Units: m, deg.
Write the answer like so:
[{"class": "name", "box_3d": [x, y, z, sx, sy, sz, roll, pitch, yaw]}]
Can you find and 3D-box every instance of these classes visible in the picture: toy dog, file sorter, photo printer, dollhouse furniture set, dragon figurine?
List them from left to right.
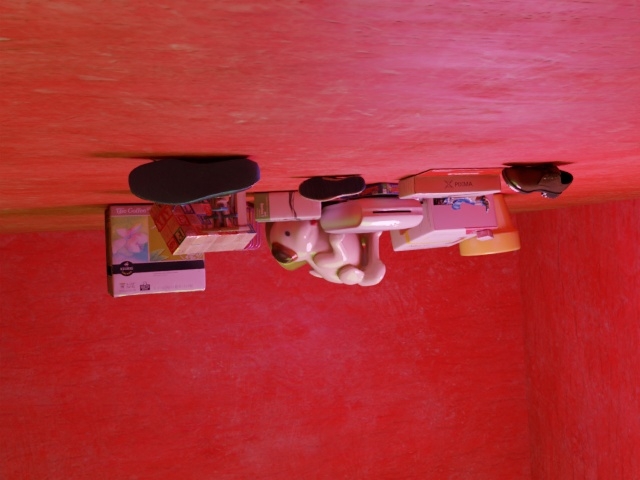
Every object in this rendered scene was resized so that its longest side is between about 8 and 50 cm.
[{"class": "dollhouse furniture set", "box_3d": [-0.302, -0.090, 1.613, 0.128, 0.130, 0.183, -3, 180, 20]}, {"class": "file sorter", "box_3d": [-0.358, -0.050, 2.327, 0.201, 0.183, 0.290, -3, 179, 5]}, {"class": "toy dog", "box_3d": [0.000, 0.000, 2.234, 0.407, 0.285, 0.395, 22, 155, -30]}, {"class": "photo printer", "box_3d": [0.174, -0.084, 1.937, 0.255, 0.107, 0.307, -2, 179, -26]}, {"class": "dragon figurine", "box_3d": [0.482, -0.147, 1.906, 0.143, 0.085, 0.289, -1, 175, 24]}]

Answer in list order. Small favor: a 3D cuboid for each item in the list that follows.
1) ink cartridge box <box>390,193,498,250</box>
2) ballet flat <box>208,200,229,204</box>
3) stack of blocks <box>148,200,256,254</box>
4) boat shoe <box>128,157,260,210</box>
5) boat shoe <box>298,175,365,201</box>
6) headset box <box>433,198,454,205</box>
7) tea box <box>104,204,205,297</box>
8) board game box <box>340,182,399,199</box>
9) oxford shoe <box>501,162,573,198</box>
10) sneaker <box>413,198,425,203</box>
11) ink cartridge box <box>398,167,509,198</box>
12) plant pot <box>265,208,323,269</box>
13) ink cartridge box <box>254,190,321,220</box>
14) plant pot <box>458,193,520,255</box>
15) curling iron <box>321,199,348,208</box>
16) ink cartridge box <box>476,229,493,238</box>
[{"class": "ink cartridge box", "box_3d": [0.479, -0.076, 2.306, 0.278, 0.161, 0.384, -4, 170, -18]}, {"class": "ballet flat", "box_3d": [-0.370, -0.119, 2.076, 0.057, 0.049, 0.173, -4, 178, 28]}, {"class": "stack of blocks", "box_3d": [-0.364, -0.056, 1.802, 0.087, 0.171, 0.297, -46, 156, 29]}, {"class": "boat shoe", "box_3d": [-0.252, -0.113, 1.163, 0.258, 0.109, 0.089, -1, -178, -16]}, {"class": "boat shoe", "box_3d": [0.030, -0.140, 1.570, 0.183, 0.066, 0.066, -3, 180, -2]}, {"class": "headset box", "box_3d": [0.439, -0.156, 2.025, 0.083, 0.062, 0.032, -3, 180, -22]}, {"class": "tea box", "box_3d": [-0.615, 0.032, 2.128, 0.328, 0.324, 0.220, -3, 180, -25]}, {"class": "board game box", "box_3d": [0.179, -0.158, 1.872, 0.136, 0.035, 0.201, -2, 179, -38]}, {"class": "oxford shoe", "box_3d": [0.577, -0.174, 1.524, 0.227, 0.083, 0.096, 1, 151, -28]}, {"class": "sneaker", "box_3d": [0.349, -0.146, 2.140, 0.077, 0.072, 0.178, -5, 180, 3]}, {"class": "ink cartridge box", "box_3d": [0.393, -0.162, 1.647, 0.274, 0.060, 0.239, -3, 180, -13]}, {"class": "plant pot", "box_3d": [-0.043, -0.043, 2.499, 0.293, 0.275, 0.274, -20, 171, 26]}, {"class": "ink cartridge box", "box_3d": [-0.108, -0.113, 1.929, 0.219, 0.093, 0.160, -2, 180, -2]}, {"class": "plant pot", "box_3d": [0.704, -0.069, 2.441, 0.253, 0.239, 0.254, -9, -179, 0]}, {"class": "curling iron", "box_3d": [-0.015, -0.143, 2.246, 0.273, 0.035, 0.068, -2, 170, 19]}, {"class": "ink cartridge box", "box_3d": [0.621, -0.020, 2.179, 0.048, 0.028, 0.083, -14, 168, 28]}]
